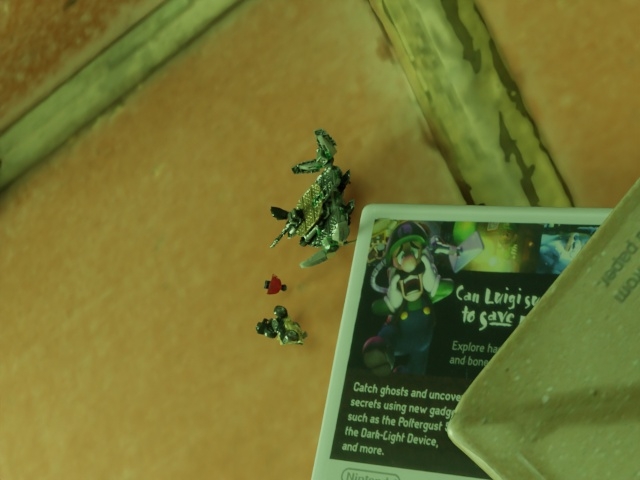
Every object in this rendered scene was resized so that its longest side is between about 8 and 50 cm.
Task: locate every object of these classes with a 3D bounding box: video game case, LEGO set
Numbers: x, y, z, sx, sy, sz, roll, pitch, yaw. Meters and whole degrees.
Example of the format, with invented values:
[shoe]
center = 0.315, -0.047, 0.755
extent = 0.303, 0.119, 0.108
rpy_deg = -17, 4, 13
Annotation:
[video game case]
center = 0.079, 0.073, 0.575
extent = 0.190, 0.022, 0.173
rpy_deg = 2, 76, 38
[LEGO set]
center = -0.001, 0.001, 0.662
extent = 0.054, 0.023, 0.083
rpy_deg = 49, 123, 58

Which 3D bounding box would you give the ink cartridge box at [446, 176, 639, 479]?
[ink cartridge box]
center = 0.159, -0.005, 0.416
extent = 0.088, 0.193, 0.235
rpy_deg = 41, 95, 28
